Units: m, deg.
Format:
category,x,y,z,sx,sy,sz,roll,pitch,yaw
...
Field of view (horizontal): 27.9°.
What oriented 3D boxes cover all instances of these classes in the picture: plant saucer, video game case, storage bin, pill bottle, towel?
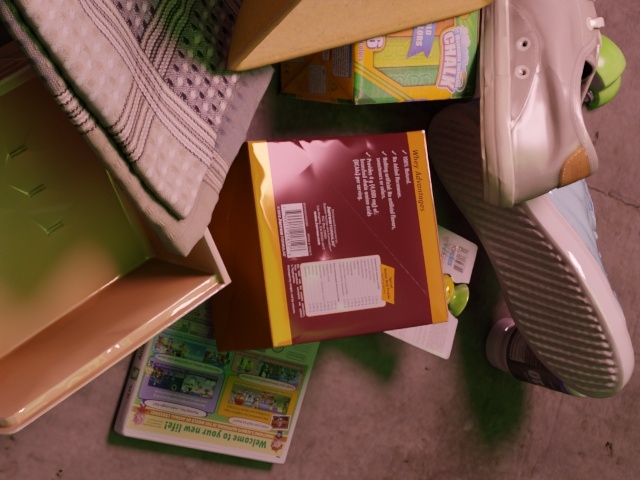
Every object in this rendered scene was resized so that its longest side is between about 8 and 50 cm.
category,x,y,z,sx,sy,sz,roll,pitch,yaw
plant saucer,0.106,-0.276,1.072,0.332,0.332,0.081,-20,82,-35
video game case,-0.094,0.120,1.313,0.212,0.023,0.193,19,86,-40
storage bin,-0.252,-0.015,1.095,0.260,0.123,0.262,-36,120,-29
pill bottle,0.267,0.136,1.533,0.078,0.137,0.078,-7,102,-37
towel,-0.133,-0.199,1.063,0.324,0.056,0.312,59,34,-40

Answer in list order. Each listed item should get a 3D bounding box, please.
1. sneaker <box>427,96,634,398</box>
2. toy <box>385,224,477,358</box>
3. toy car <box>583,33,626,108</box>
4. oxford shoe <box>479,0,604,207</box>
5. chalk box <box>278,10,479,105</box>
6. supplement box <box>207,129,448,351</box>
category,x,y,z,sx,sy,sz,roll,pitch,yaw
sneaker,0.270,-0.009,1.440,0.150,0.135,0.366,-25,86,-35
toy,0.053,0.025,1.383,0.237,0.056,0.137,25,73,-24
toy car,0.321,-0.258,1.554,0.239,0.053,0.225,-46,123,-23
oxford shoe,0.231,-0.247,1.357,0.169,0.130,0.449,66,24,-69
chalk box,0.077,-0.212,1.316,0.213,0.132,0.132,-10,105,-37
supplement box,0.000,0.000,1.250,0.194,0.129,0.191,-6,87,-29
